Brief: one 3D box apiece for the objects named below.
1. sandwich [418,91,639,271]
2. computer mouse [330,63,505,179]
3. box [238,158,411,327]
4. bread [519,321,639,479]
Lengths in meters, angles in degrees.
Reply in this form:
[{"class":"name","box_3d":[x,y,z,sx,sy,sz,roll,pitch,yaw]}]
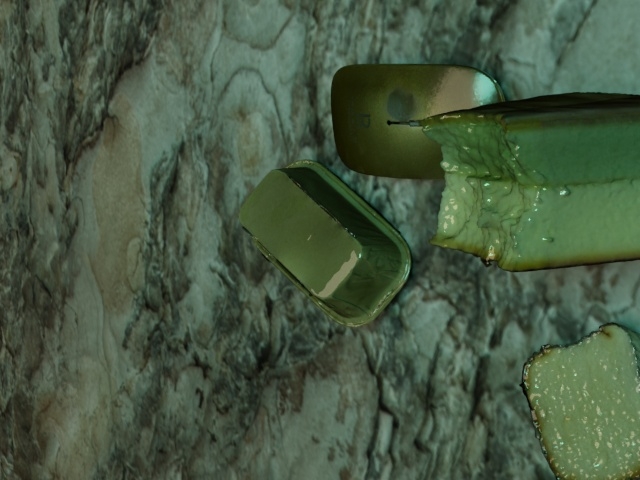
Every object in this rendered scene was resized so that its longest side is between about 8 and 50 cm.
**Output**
[{"class":"sandwich","box_3d":[0.194,-0.042,0.741,0.220,0.186,0.108,9,109,44]},{"class":"computer mouse","box_3d":[0.077,-0.107,0.948,0.199,0.045,0.102,11,110,45]},{"class":"box","box_3d":[0.000,0.000,1.021,0.177,0.111,0.111,44,128,25]},{"class":"bread","box_3d":[0.227,0.132,0.853,0.129,0.044,0.126,-36,66,47]}]
